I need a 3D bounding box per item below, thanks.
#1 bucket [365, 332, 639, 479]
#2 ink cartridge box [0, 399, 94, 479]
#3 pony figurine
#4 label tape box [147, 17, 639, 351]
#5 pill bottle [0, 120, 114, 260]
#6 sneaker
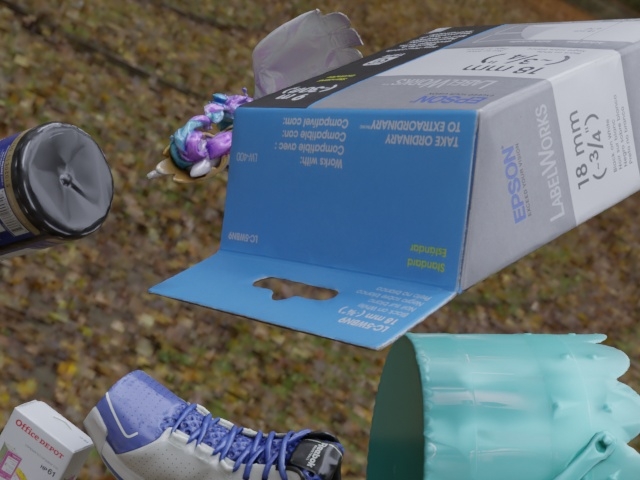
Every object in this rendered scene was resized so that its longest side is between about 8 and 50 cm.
[{"bbox_3d":[0.150,0.209,1.028,0.183,0.281,0.281,5,24,-7],"label":"bucket"},{"bbox_3d":[-0.320,0.252,1.293,0.088,0.122,0.052,32,10,14],"label":"ink cartridge box"},{"bbox_3d":[-0.042,-0.153,1.737,0.363,0.350,0.303,-17,92,-69],"label":"pony figurine"},{"bbox_3d":[0.066,-0.059,0.799,0.333,0.106,0.240,-27,22,-36],"label":"label tape box"},{"bbox_3d":[-0.332,-0.042,1.234,0.219,0.123,0.122,-13,-9,38],"label":"pill bottle"},{"bbox_3d":[-0.074,0.234,1.213,0.315,0.182,0.127,45,29,0],"label":"sneaker"}]
